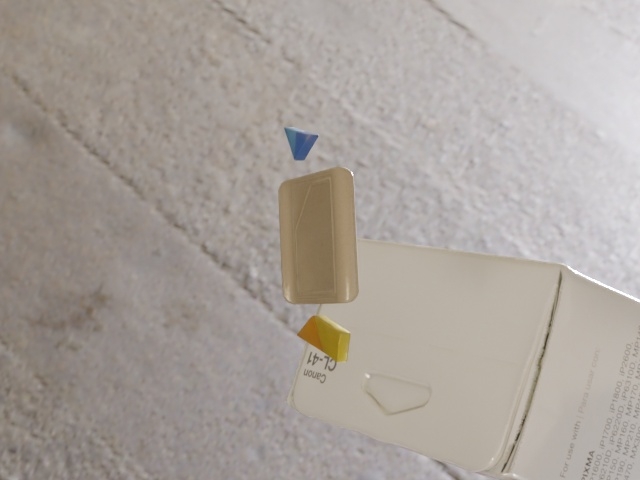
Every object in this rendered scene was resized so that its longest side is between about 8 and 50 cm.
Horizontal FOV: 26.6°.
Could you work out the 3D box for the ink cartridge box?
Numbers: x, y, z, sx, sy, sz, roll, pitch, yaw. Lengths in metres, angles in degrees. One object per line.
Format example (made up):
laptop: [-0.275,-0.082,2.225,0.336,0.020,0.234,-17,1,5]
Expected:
ink cartridge box: [0.171,0.109,0.895,0.306,0.131,0.226,24,-9,-34]

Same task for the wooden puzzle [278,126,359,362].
wooden puzzle: [0.000,0.000,0.693,0.014,0.116,0.078,-2,4,-27]
